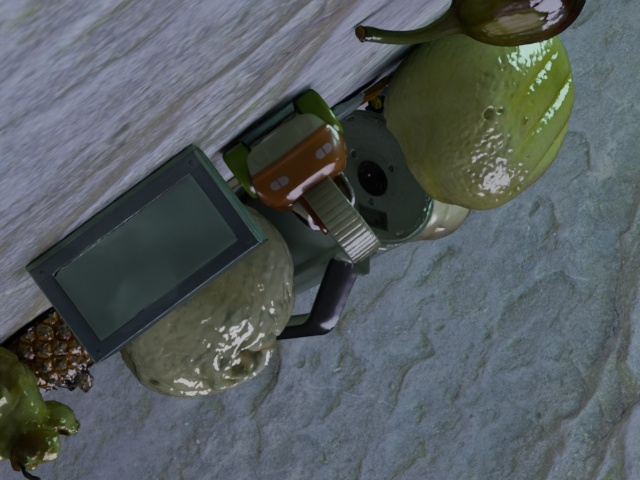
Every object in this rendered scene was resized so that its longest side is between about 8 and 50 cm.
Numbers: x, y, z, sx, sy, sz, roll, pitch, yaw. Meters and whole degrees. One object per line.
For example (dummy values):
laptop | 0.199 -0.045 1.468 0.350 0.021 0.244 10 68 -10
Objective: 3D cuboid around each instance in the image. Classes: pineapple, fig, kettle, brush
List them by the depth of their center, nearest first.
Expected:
fig | 0.159 -0.250 1.105 0.245 0.149 0.149 -24 -177 17
pineapple | -0.404 0.184 1.642 0.176 0.137 0.161 -37 180 -27
brush | -0.030 -0.164 1.666 0.336 0.020 0.085 -35 180 -15
kettle | 0.000 0.000 1.895 0.250 0.361 0.376 12 155 -29

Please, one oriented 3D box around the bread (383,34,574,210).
bread | 0.264 -0.208 1.650 0.320 0.320 0.237 -36 -159 -34

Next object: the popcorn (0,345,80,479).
popcorn | -0.470 0.266 1.521 0.168 0.195 0.173 -44 -175 -6

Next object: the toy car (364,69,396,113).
toy car | 0.160 -0.253 1.828 0.126 0.098 0.161 -33 176 -41

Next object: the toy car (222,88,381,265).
toy car | -0.005 -0.064 1.359 0.145 0.235 0.235 -36 180 1

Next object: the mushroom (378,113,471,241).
mushroom | 0.199 -0.136 2.382 0.353 0.325 0.353 -43 -177 3

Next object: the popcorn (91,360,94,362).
popcorn | -0.416 0.172 1.788 0.120 0.106 0.116 -37 -171 31

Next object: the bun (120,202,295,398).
bun | -0.179 0.117 1.744 0.352 0.227 0.349 -50 157 3

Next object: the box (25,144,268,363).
box | -0.188 0.015 1.144 0.225 0.129 0.086 -37 180 2
